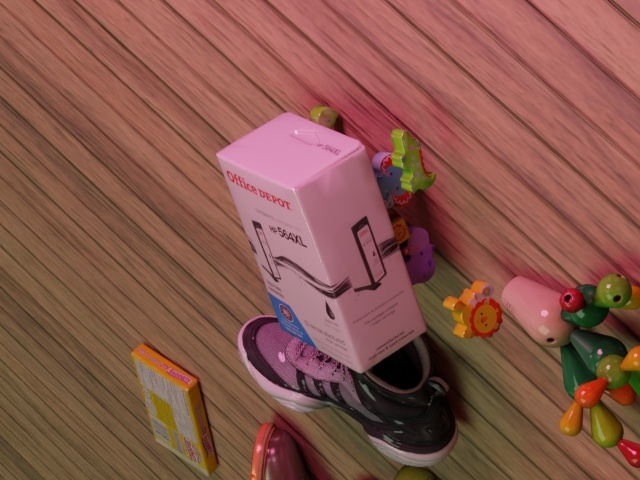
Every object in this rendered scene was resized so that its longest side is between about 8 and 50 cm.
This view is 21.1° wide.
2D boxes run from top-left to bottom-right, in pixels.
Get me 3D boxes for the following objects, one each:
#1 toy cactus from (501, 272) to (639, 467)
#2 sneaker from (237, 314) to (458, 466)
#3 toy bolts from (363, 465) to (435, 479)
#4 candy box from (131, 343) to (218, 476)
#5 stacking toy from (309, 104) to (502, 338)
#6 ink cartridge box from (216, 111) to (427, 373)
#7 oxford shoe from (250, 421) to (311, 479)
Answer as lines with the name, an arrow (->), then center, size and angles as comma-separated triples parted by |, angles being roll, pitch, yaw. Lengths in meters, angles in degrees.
toy cactus -> 0.226, 0.099, 1.503 | 0.180, 0.112, 0.219 | 38, 161, 36
sneaker -> 0.028, 0.122, 1.799 | 0.268, 0.101, 0.153 | 27, 147, 21
toy bolts -> 0.088, 0.401, 2.009 | 0.228, 0.158, 0.218 | 54, 152, -13
candy box -> -0.196, 0.232, 2.324 | 0.105, 0.027, 0.206 | 28, 148, 27
stacking toy -> 0.075, -0.021, 1.575 | 0.167, 0.052, 0.221 | 22, 139, 56
ink cartridge box -> 0.000, 0.000, 1.576 | 0.148, 0.086, 0.203 | 26, 142, 55
oxford shoe -> 0.005, 0.380, 2.184 | 0.133, 0.130, 0.363 | -8, 120, 18
